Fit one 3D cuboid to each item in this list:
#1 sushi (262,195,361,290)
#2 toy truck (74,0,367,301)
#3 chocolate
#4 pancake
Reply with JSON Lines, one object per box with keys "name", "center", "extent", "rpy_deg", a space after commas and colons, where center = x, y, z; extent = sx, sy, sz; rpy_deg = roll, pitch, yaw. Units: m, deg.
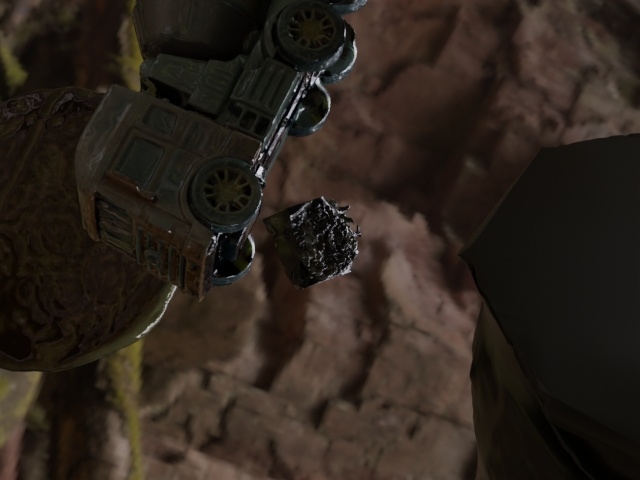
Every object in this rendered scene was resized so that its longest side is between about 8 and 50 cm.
{"name": "sushi", "center": [0.000, 0.000, 1.512], "extent": [0.056, 0.085, 0.083], "rpy_deg": [-23, -95, 58]}
{"name": "toy truck", "center": [-0.064, -0.103, 0.885], "extent": [0.108, 0.140, 0.256], "rpy_deg": [106, 9, -68]}
{"name": "chocolate", "center": [0.229, 0.159, 0.829], "extent": [0.383, 0.384, 0.331], "rpy_deg": [-101, -158, -53]}
{"name": "pancake", "center": [-0.220, -0.008, 1.233], "extent": [0.250, 0.250, 0.031], "rpy_deg": [-69, 162, -7]}
